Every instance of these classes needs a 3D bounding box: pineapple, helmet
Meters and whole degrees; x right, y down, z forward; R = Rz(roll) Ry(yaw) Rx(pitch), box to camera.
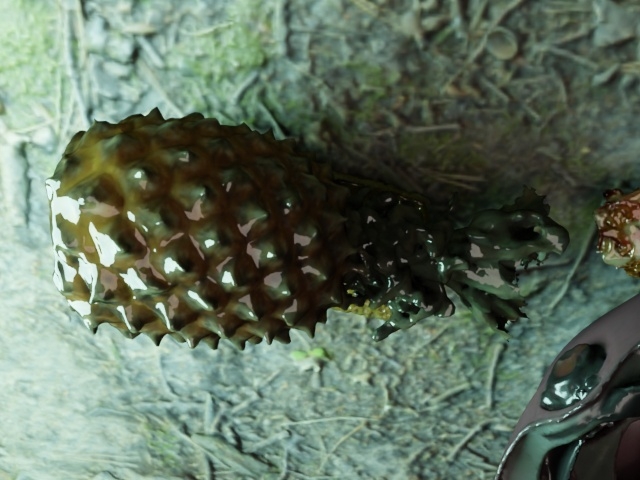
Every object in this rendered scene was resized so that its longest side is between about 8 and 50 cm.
[{"bbox_3d":[0.000,0.000,0.473,0.360,0.175,0.175,3,119,-6],"label":"pineapple"},{"bbox_3d":[0.302,0.148,0.517,0.271,0.197,0.338,45,120,-8],"label":"helmet"}]

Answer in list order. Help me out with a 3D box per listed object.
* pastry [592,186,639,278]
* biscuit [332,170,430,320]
[{"bbox_3d":[0.292,-0.032,0.499,0.169,0.063,0.087,-30,90,24],"label":"pastry"},{"bbox_3d":[-0.029,-0.008,0.566,0.230,0.025,0.131,14,119,-2],"label":"biscuit"}]
